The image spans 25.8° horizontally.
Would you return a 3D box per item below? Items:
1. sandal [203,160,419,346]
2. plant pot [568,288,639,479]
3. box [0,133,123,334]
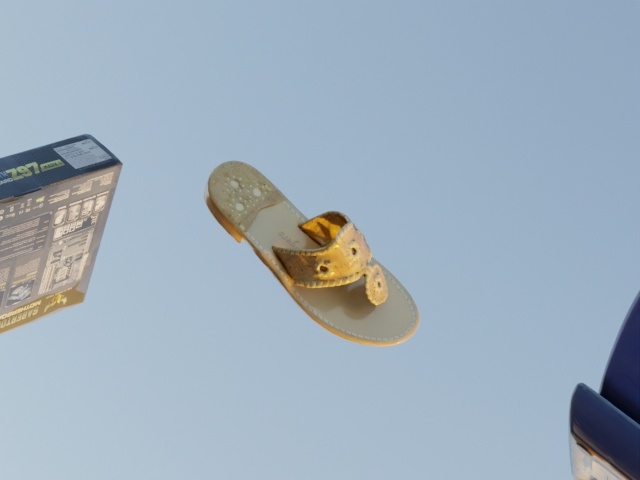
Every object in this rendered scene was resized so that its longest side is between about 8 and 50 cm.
[{"bbox_3d":[-0.004,0.005,1.269,0.240,0.088,0.079,39,-27,4],"label":"sandal"},{"bbox_3d":[0.352,0.167,1.252,0.236,0.212,0.236,39,-11,23],"label":"plant pot"},{"bbox_3d":[-0.303,0.011,1.293,0.059,0.233,0.183,40,-51,25],"label":"box"}]
